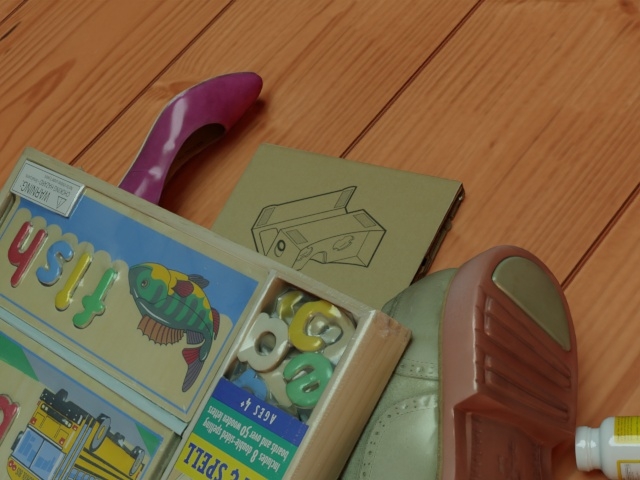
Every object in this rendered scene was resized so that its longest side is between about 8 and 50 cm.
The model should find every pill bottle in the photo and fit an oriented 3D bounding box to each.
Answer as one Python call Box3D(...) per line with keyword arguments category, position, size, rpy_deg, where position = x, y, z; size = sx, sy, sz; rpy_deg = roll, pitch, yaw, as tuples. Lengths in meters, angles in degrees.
Box3D(category="pill bottle", position=(0.215, 0.140, 0.802), size=(0.083, 0.043, 0.043), rpy_deg=(-3, 53, 18))

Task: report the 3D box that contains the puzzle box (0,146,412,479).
Box3D(category="puzzle box", position=(-0.156, 0.107, 0.886), size=(0.409, 0.052, 0.272), rpy_deg=(23, 83, 39))

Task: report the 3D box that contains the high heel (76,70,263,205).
Box3D(category="high heel", position=(-0.126, -0.056, 1.078), size=(0.244, 0.082, 0.117), rpy_deg=(-35, 76, -24))

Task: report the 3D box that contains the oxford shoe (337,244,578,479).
Box3D(category="oxford shoe", position=(0.072, 0.199, 0.781), size=(0.146, 0.140, 0.397), rpy_deg=(-19, 46, 46))

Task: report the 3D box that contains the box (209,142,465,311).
Box3D(category="box", position=(0.000, 0.000, 1.007), size=(0.201, 0.021, 0.164), rpy_deg=(13, 60, 28))
